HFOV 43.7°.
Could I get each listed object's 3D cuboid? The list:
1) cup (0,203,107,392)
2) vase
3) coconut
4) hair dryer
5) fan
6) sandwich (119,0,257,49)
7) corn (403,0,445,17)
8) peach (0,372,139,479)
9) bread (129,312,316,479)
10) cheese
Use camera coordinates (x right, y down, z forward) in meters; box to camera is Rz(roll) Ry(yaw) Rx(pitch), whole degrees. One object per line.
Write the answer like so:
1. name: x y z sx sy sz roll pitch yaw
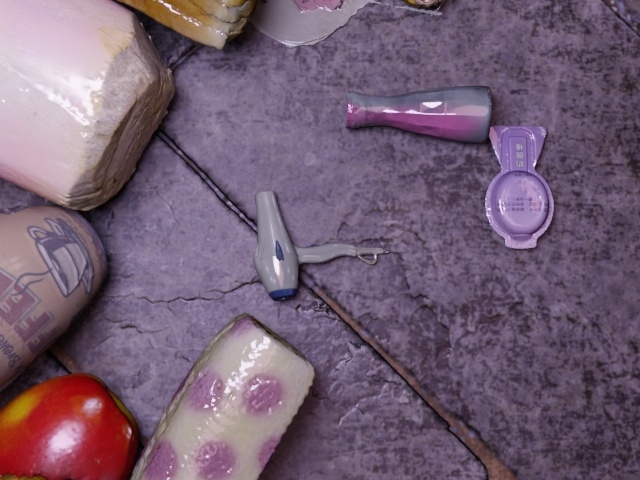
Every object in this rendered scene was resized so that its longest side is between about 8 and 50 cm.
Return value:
1. cup: -0.430 0.095 1.097 0.227 0.301 0.257 35 42 22
2. vase: 0.145 -0.193 1.203 0.214 0.086 0.086 3 85 3
3. coconut: -0.383 -0.219 1.097 0.310 0.297 0.297 30 85 -1
4. hair dryer: -0.015 -0.015 1.201 0.199 0.067 0.167 -22 80 -14
5. fan: 0.039 -0.380 1.248 0.310 0.010 0.182 8 85 0
6. sandwich: -0.197 -0.418 1.120 0.271 0.099 0.301 29 43 -13
7. corn: 0.077 -0.468 1.214 0.305 0.106 0.106 39 85 6
8. peach: -0.364 0.296 1.092 0.226 0.190 0.196 -39 91 -11
9. bread: -0.147 0.272 1.101 0.155 0.187 0.338 32 85 -6
10. cheese: 0.303 -0.082 1.214 0.105 0.042 0.190 2 84 -2
